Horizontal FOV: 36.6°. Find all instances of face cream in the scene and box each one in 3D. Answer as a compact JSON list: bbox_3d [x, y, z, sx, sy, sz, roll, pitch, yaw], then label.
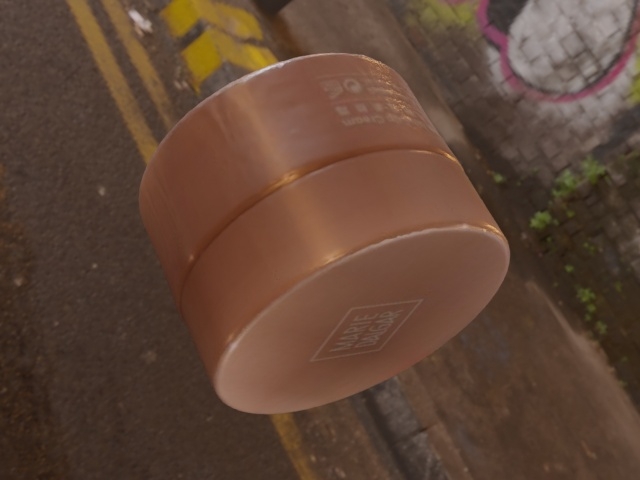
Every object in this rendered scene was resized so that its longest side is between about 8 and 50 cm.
[{"bbox_3d":[0.000,0.000,0.458,0.149,0.149,0.104,20,36,-54],"label":"face cream"}]
